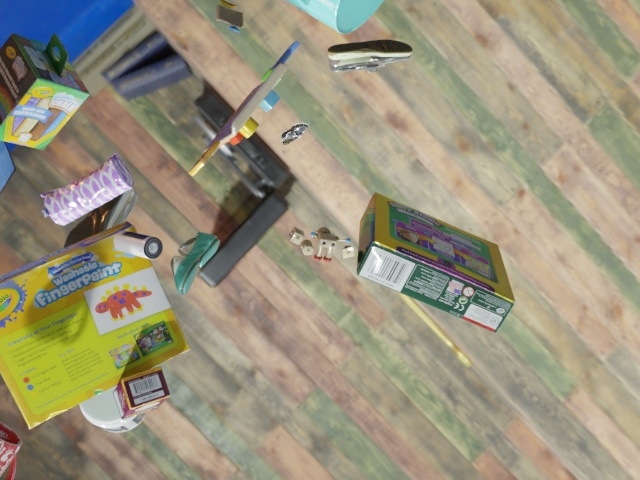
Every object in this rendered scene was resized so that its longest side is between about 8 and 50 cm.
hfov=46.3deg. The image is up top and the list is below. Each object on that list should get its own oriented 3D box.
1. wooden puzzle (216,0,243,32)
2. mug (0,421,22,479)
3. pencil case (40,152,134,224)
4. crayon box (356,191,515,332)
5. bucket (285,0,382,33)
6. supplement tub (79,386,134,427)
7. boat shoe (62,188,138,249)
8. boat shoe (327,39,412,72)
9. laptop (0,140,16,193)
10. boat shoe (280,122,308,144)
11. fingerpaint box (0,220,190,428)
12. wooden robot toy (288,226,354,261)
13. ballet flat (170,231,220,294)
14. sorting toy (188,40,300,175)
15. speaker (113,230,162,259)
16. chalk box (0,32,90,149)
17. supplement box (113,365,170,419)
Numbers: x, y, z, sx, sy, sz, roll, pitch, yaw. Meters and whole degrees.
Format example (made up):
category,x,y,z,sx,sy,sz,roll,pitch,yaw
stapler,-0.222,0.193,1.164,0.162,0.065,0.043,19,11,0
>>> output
category,x,y,z,sx,sy,sz,roll,pitch,yaw
wooden puzzle,-0.237,-0.583,1.953,0.078,0.014,0.116,16,-134,-15
mug,-0.691,0.457,1.529,0.113,0.169,0.150,35,175,8
pencil case,-0.527,-0.113,1.699,0.088,0.206,0.086,63,-176,0
crayon box,0.274,0.044,1.840,0.362,0.106,0.313,23,-156,-6
bucket,0.040,-0.589,1.577,0.183,0.281,0.281,38,176,13
supplement tub,-0.627,0.480,2.284,0.191,0.191,0.272,45,162,8
boat shoe,-0.627,-0.030,2.148,0.118,0.321,0.103,14,160,25
boat shoe,0.130,-0.483,1.983,0.080,0.223,0.073,-97,5,-50
laptop,-1.156,-0.253,2.259,0.407,0.382,0.236,32,-152,-23
boat shoe,-0.078,-0.320,2.239,0.046,0.038,0.125,17,159,-36
fingerpaint box,-0.626,0.207,1.954,0.371,0.444,0.163,68,163,-14
wooden robot toy,0.000,0.000,1.849,0.173,0.076,0.079,10,-150,-18
ballet flat,-0.362,0.058,2.061,0.087,0.083,0.247,22,-142,4
sorting toy,-0.142,-0.247,1.482,0.047,0.348,0.196,40,158,-14
speaker,-0.441,0.010,1.806,0.136,0.055,0.055,10,153,43
chalk box,-0.756,-0.413,1.986,0.180,0.289,0.179,56,-160,20
supplement box,-0.457,0.390,1.904,0.081,0.104,0.188,69,153,13
